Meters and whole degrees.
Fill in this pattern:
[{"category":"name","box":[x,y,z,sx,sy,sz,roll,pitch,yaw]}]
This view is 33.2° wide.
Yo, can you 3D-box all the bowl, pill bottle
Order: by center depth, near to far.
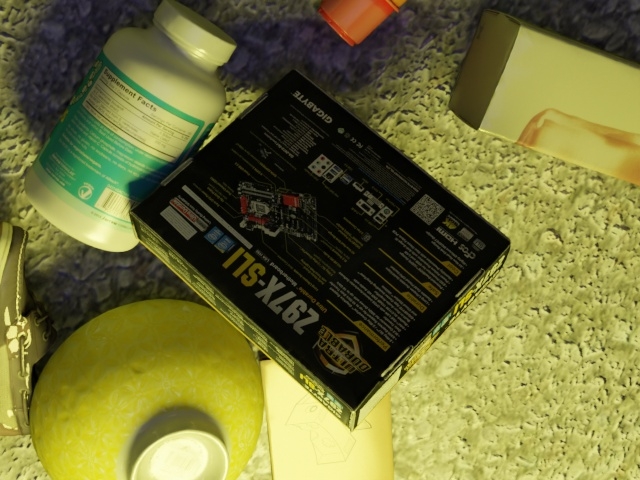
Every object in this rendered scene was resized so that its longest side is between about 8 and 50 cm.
[{"category":"pill bottle","box":[-0.200,-0.129,1.175,0.146,0.146,0.264,32,103,-16]},{"category":"bowl","box":[-0.185,0.231,1.263,0.289,0.156,0.289,-10,117,-20]}]

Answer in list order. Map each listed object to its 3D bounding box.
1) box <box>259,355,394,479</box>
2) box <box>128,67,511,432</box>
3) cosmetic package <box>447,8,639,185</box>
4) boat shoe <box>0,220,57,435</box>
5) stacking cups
[{"category":"box","box":[0.011,0.235,1.399,0.164,0.021,0.201,-6,111,-5]},{"category":"box","box":[0.000,0.000,1.146,0.322,0.079,0.257,40,70,15]},{"category":"cosmetic package","box":[0.315,-0.152,1.228,0.296,0.153,0.129,18,106,-11]},{"category":"boat shoe","box":[-0.358,0.111,1.271,0.092,0.103,0.285,6,113,-14]},{"category":"stacking cups","box":[0.127,-0.343,1.164,0.316,0.096,0.096,-44,109,9]}]
